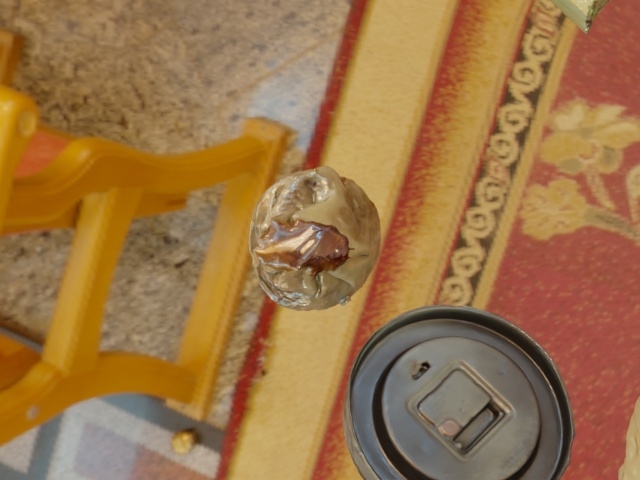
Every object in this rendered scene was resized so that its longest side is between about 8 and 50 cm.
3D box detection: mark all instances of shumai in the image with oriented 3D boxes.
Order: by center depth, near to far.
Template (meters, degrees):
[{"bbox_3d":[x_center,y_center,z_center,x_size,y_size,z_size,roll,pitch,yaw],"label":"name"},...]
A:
[{"bbox_3d":[0.000,0.000,1.606,0.201,0.120,0.201,-2,95,-19],"label":"shumai"}]

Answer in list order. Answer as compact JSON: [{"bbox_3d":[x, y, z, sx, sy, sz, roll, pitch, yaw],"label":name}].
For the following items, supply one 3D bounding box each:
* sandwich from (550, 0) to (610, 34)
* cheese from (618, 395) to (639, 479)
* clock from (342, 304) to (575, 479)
[{"bbox_3d":[0.396,-0.429,1.696,0.245,0.063,0.212,-43,83,-4],"label":"sandwich"},{"bbox_3d":[0.510,0.340,1.622,0.115,0.326,0.318,1,109,-16],"label":"cheese"},{"bbox_3d":[0.190,0.244,1.689,0.325,0.325,0.067,44,152,16],"label":"clock"}]
